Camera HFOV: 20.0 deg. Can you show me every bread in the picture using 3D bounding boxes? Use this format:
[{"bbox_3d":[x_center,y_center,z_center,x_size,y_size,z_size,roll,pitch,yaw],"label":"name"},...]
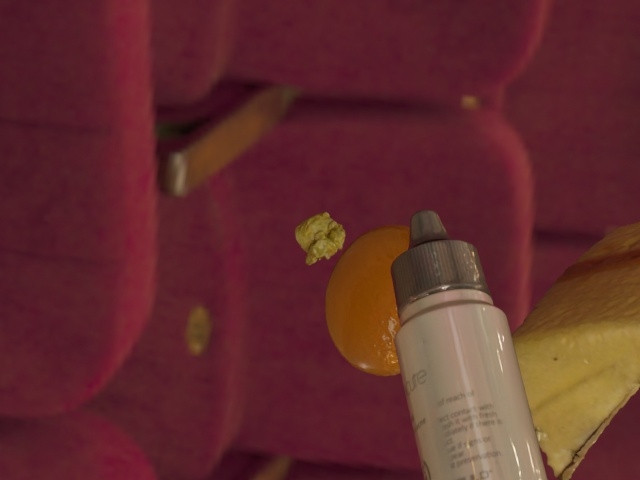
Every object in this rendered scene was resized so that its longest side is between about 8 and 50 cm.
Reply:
[{"bbox_3d":[0.284,0.074,1.465,0.240,0.178,0.135,-41,112,-48],"label":"bread"}]

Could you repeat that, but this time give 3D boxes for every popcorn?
[{"bbox_3d":[-0.002,0.001,2.423,0.083,0.068,0.059,-74,168,-46],"label":"popcorn"}]

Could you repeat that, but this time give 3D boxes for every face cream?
[{"bbox_3d":[0.109,0.115,1.357,0.092,0.092,0.311,55,21,-63],"label":"face cream"}]

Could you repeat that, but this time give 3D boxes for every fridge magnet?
[{"bbox_3d":[0.066,0.056,1.694,0.063,0.143,0.143,15,86,-50],"label":"fridge magnet"}]
